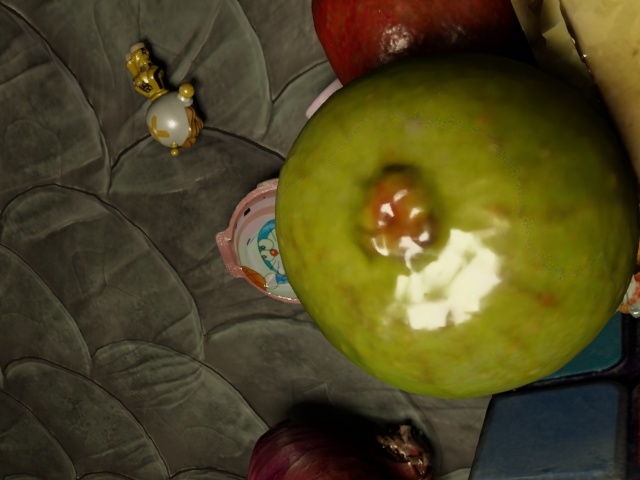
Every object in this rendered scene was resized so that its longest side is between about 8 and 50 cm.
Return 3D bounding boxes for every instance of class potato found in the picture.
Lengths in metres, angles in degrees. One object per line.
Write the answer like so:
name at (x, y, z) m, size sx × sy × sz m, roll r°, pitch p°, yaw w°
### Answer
potato at (0.285, -0.190, 0.508) m, size 0.242 × 0.242 × 0.286 m, roll -24°, pitch 96°, yaw 35°

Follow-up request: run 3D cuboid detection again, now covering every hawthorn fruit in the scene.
hawthorn fruit at (0.083, -0.219, 0.609) m, size 0.189 × 0.189 × 0.251 m, roll -41°, pitch 81°, yaw 37°

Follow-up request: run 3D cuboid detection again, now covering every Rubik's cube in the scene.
Rubik's cube at (0.367, 0.255, 0.650) m, size 0.318 × 0.316 × 0.313 m, roll -18°, pitch 107°, yaw 33°

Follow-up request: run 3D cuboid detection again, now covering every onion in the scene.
onion at (0.057, 0.389, 0.921) m, size 0.285 × 0.347 × 0.348 m, roll -41°, pitch 96°, yaw -5°

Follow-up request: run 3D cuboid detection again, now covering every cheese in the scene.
cheese at (0.000, 0.000, 0.838) m, size 0.285 × 0.074 × 0.189 m, roll -7°, pitch 116°, yaw 15°

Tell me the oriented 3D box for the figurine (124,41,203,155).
figurine at (-0.207, -0.188, 0.838) m, size 0.101 × 0.068 × 0.143 m, roll 10°, pitch 122°, yaw 41°

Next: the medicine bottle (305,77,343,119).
medicine bottle at (0.078, -0.088, 0.717) m, size 0.212 × 0.122 × 0.122 m, roll 46°, pitch 127°, yaw -3°

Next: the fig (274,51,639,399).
fig at (0.125, -0.007, 0.520) m, size 0.258 × 0.326 × 0.258 m, roll -7°, pitch 79°, yaw 36°

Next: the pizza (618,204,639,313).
pizza at (0.350, 0.002, 0.655) m, size 0.161 × 0.062 × 0.182 m, roll 21°, pitch 119°, yaw 47°

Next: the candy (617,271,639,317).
candy at (0.239, 0.031, 0.704) m, size 0.292 × 0.059 × 0.086 m, roll 16°, pitch 112°, yaw 45°
